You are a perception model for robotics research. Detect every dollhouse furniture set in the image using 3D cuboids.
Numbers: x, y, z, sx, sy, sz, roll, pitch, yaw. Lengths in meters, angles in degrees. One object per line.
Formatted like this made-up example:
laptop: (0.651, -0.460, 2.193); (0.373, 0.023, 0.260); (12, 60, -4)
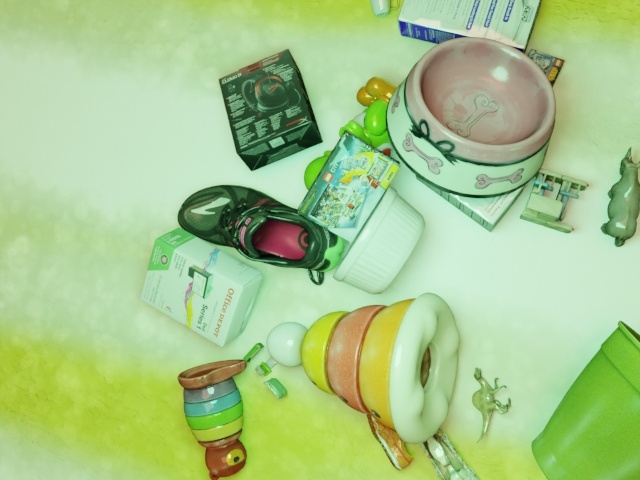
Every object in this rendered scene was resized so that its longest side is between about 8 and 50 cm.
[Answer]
dollhouse furniture set: (0.574, -0.105, 1.585); (0.128, 0.183, 0.129); (19, 88, 13)
dollhouse furniture set: (-0.132, 0.345, 1.736); (0.058, 0.076, 0.151); (-46, 76, 4)

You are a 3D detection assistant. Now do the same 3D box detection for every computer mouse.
computer mouse: (0.000, 0.000, 1.774); (0.071, 0.041, 0.242); (6, 91, 21)

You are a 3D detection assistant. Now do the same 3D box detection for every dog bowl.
dog bowl: (0.369, -0.310, 1.558); (0.407, 0.150, 0.408); (3, 62, -5)

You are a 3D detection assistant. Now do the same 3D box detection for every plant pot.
plant pot: (0.674, 0.430, 1.444); (0.366, 0.366, 0.353); (45, 106, 13)

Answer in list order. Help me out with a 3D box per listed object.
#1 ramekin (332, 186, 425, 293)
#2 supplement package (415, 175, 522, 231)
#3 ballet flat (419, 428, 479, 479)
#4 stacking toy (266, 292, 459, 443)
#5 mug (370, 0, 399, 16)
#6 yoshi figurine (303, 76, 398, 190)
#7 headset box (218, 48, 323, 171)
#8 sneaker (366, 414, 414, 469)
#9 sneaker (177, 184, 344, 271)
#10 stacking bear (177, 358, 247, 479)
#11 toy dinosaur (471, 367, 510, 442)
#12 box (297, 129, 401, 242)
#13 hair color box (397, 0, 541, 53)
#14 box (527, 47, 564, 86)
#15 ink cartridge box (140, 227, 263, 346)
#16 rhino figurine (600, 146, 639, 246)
ramekin: (0.151, 0.011, 1.629); (0.127, 0.273, 0.273); (32, 91, 1)
supplement package: (0.375, -0.151, 1.658); (0.244, 0.134, 0.139); (39, 92, 14)
ballet flat: (0.315, 0.558, 1.617); (0.091, 0.077, 0.241); (-40, 78, 4)
stacking toy: (0.076, 0.287, 1.631); (0.479, 0.350, 0.351); (3, 84, 31)
mug: (0.174, -0.654, 1.800); (0.078, 0.062, 0.064); (-7, 90, 18)
yoshi figurine: (0.070, -0.244, 1.709); (0.203, 0.203, 0.362); (17, 84, 40)
headset box: (-0.140, -0.366, 1.776); (0.218, 0.110, 0.293); (-22, 62, 8)
sneaker: (0.175, 0.495, 1.671); (0.067, 0.064, 0.175); (-31, 83, -13)
sneaker: (-0.175, -0.044, 1.713); (0.482, 0.202, 0.185); (12, 93, 21)
stacking bear: (-0.267, 0.474, 1.712); (0.164, 0.175, 0.289); (-11, 92, 49)
toy dinosaur: (0.424, 0.410, 1.634); (0.092, 0.053, 0.183); (-8, 74, 26)
box: (0.069, -0.131, 1.614); (0.159, 0.044, 0.233); (30, 107, -9)
hair color box: (0.394, -0.605, 1.723); (0.338, 0.110, 0.185); (18, 86, 15)
box: (0.562, -0.420, 1.706); (0.094, 0.027, 0.137); (26, 89, 15)
ink cartridge box: (-0.319, 0.124, 1.747); (0.278, 0.117, 0.201); (27, 115, 13)
rhino figurine: (0.740, -0.110, 1.591); (0.073, 0.106, 0.243); (10, 86, 12)
